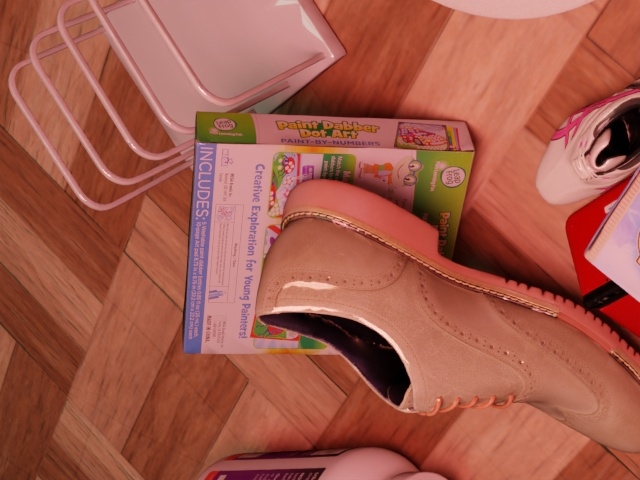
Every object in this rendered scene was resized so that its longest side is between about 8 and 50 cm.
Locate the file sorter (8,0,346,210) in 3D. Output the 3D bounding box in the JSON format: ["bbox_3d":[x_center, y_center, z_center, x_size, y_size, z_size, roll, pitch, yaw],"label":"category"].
[{"bbox_3d":[-0.156,-0.174,1.358,0.277,0.173,0.193,-32,90,50],"label":"file sorter"}]

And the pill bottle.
[{"bbox_3d":[0.003,0.318,1.511,0.323,0.181,0.181,-12,106,48],"label":"pill bottle"}]

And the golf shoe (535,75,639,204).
[{"bbox_3d":[0.225,-0.078,1.114,0.067,0.086,0.186,51,141,4],"label":"golf shoe"}]

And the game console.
[{"bbox_3d":[0.290,0.011,1.162,0.144,0.085,0.124,-38,56,49],"label":"game console"}]

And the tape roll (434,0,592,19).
[{"bbox_3d":[0.132,-0.359,1.033,0.392,0.072,0.392,24,129,33],"label":"tape roll"}]

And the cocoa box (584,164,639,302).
[{"bbox_3d":[0.395,-0.001,0.882,0.347,0.231,0.228,41,137,17],"label":"cocoa box"}]

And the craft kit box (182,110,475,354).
[{"bbox_3d":[0.000,0.000,1.289,0.246,0.061,0.250,4,128,-7],"label":"craft kit box"}]

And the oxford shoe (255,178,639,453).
[{"bbox_3d":[0.122,0.104,1.202,0.397,0.146,0.140,28,152,-6],"label":"oxford shoe"}]
